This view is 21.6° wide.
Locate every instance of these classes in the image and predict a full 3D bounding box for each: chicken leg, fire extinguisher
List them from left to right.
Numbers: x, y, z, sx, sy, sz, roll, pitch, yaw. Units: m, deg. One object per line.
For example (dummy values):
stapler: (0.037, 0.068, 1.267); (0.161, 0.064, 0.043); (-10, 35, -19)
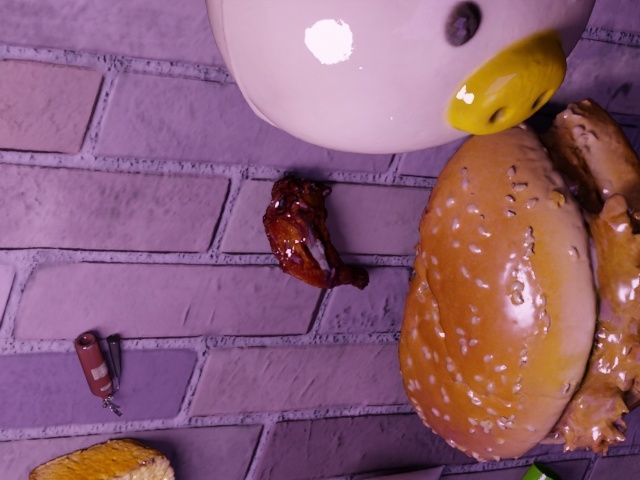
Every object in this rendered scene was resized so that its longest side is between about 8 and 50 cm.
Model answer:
fire extinguisher: (-0.218, 0.129, 1.694); (0.046, 0.032, 0.100); (-65, 152, -42)
chicken leg: (-0.005, 0.004, 1.782); (0.093, 0.053, 0.205); (-50, 144, -25)

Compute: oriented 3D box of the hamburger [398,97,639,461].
hamburger: (0.264, 0.086, 1.903); (0.268, 0.287, 0.445); (-11, 121, -34)

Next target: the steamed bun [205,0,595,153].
steamed bun: (0.074, -0.243, 1.490); (0.374, 0.334, 0.333); (-26, 132, -34)

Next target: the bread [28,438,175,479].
bread: (-0.230, 0.269, 1.747); (0.187, 0.065, 0.103); (-17, 125, -31)

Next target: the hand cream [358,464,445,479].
hand cream: (0.084, 0.329, 2.045); (0.133, 0.083, 0.248); (-56, 160, 5)

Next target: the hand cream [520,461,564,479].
hand cream: (0.234, 0.424, 2.285); (0.079, 0.050, 0.275); (28, 103, -20)
